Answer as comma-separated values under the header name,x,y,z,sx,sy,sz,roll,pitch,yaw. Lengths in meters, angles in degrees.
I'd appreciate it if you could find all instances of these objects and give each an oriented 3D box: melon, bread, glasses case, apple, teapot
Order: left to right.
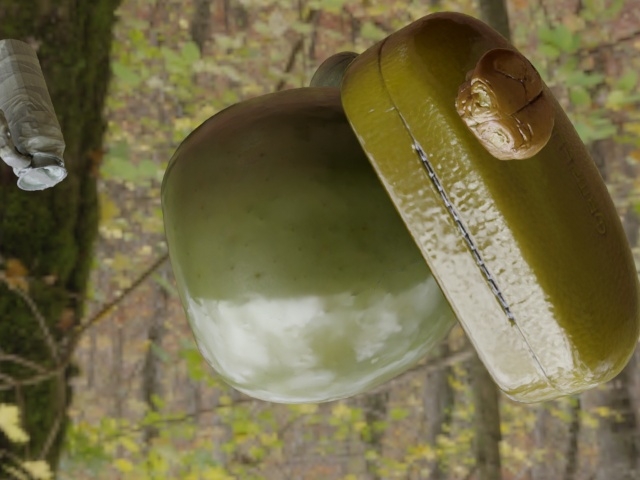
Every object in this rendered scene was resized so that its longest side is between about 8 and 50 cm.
name,x,y,z,sx,sy,sz,roll,pitch,yaw
teapot,-0.405,-0.170,1.544,0.077,0.200,0.107,-27,161,16
apple,0.000,0.000,1.272,0.357,0.357,0.357,-4,170,-1
melon,0.032,-0.201,1.581,0.098,0.098,0.130,0,144,-23
bread,0.136,-0.098,0.849,0.081,0.083,0.046,-5,171,-44
glasses case,0.175,-0.038,1.071,0.141,0.371,0.173,-26,-174,37
